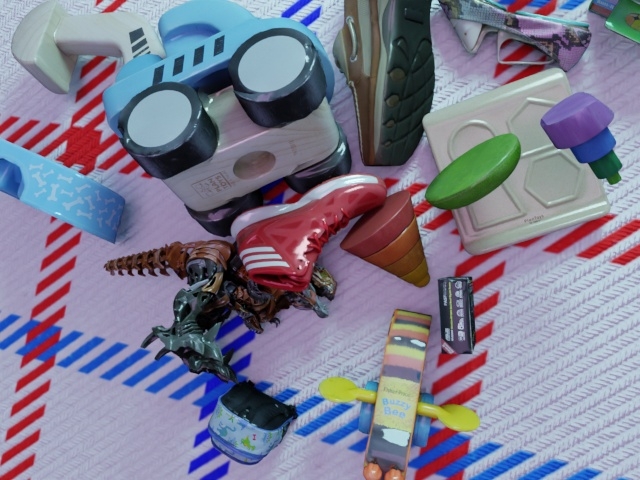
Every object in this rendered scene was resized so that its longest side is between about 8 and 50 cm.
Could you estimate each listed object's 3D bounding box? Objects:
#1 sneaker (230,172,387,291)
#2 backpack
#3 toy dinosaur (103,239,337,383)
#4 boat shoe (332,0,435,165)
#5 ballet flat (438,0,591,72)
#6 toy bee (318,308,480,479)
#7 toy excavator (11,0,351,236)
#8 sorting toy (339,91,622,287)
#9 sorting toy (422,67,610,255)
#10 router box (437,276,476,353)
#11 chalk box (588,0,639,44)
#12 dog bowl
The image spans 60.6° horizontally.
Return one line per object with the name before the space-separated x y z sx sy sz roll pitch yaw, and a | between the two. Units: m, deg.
sneaker | 0.000 0.000 0.729 0.221 0.087 0.128 -21 57 1
backpack | -0.102 0.260 0.766 0.105 0.114 0.084 26 93 12
toy dinosaur | -0.147 0.078 0.791 0.322 0.164 0.218 1 62 26
boat shoe | 0.083 -0.266 0.763 0.120 0.122 0.324 9 98 41
ballet flat | 0.247 -0.284 0.744 0.221 0.077 0.079 24 112 13
toy bee | 0.104 0.241 0.697 0.195 0.162 0.298 -12 84 10
toy excavator | -0.216 -0.232 0.790 0.433 0.222 0.445 -23 62 5
sorting toy | 0.196 -0.035 0.683 0.365 0.127 0.126 -30 106 36
sorting toy | 0.259 -0.104 0.739 0.193 0.038 0.208 -19 85 11
router box | 0.177 0.093 0.706 0.038 0.122 0.092 -3 86 17
chalk box | 0.432 -0.334 0.669 0.132 0.132 0.213 33 95 12
dog bowl | -0.435 -0.087 0.846 0.297 0.166 0.074 22 81 13
